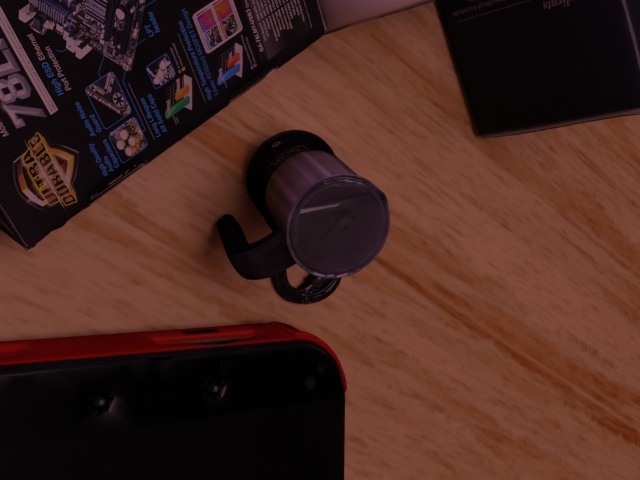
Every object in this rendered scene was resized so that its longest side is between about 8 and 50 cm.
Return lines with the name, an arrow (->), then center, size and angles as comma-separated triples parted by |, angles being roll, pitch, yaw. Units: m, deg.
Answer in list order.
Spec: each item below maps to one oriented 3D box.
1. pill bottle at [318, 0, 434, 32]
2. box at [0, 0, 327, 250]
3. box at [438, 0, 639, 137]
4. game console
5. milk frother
pill bottle -> 0.033, -0.387, 0.747 | 0.224, 0.224, 0.392 | -26, 104, -36
box -> -0.153, -0.192, 0.600 | 0.293, 0.073, 0.296 | -40, 134, -22
box -> 0.272, -0.346, 0.943 | 0.293, 0.212, 0.396 | -28, 104, -36
game console -> -0.138, 0.241, 0.699 | 0.386, 0.060, 0.342 | 0, 93, -38
milk frother -> 0.000, 0.000, 0.759 | 0.129, 0.135, 0.143 | -47, 117, 5
